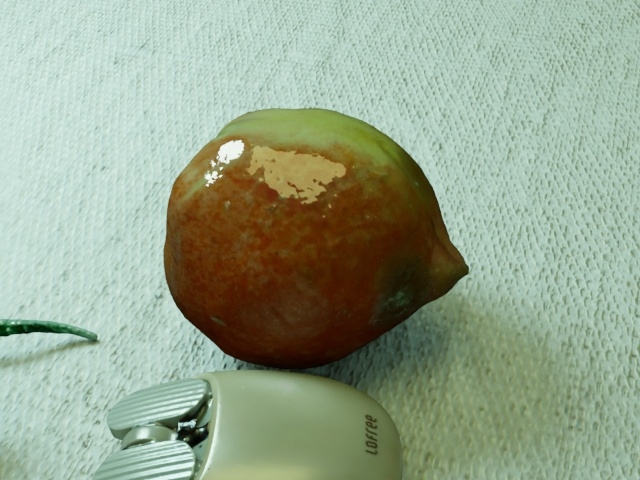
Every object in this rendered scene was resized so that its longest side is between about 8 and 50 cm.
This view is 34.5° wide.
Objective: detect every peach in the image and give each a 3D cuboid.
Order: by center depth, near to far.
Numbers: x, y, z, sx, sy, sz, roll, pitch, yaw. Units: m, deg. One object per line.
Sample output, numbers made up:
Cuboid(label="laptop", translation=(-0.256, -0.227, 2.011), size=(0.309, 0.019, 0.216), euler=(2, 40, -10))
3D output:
Cuboid(label="peach", translation=(0.000, 0.000, 0.894), size=(0.256, 0.232, 0.232), euler=(19, 43, 4))

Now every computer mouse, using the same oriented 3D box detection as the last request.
Cuboid(label="computer mouse", translation=(-0.055, 0.167, 0.800), size=(0.236, 0.082, 0.145), euler=(1, 40, 4))

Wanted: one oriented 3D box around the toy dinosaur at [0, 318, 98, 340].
Cuboid(label="toy dinosaur", translation=(-0.406, 0.047, 0.958), size=(0.383, 0.076, 0.129), euler=(-8, 72, 4))
